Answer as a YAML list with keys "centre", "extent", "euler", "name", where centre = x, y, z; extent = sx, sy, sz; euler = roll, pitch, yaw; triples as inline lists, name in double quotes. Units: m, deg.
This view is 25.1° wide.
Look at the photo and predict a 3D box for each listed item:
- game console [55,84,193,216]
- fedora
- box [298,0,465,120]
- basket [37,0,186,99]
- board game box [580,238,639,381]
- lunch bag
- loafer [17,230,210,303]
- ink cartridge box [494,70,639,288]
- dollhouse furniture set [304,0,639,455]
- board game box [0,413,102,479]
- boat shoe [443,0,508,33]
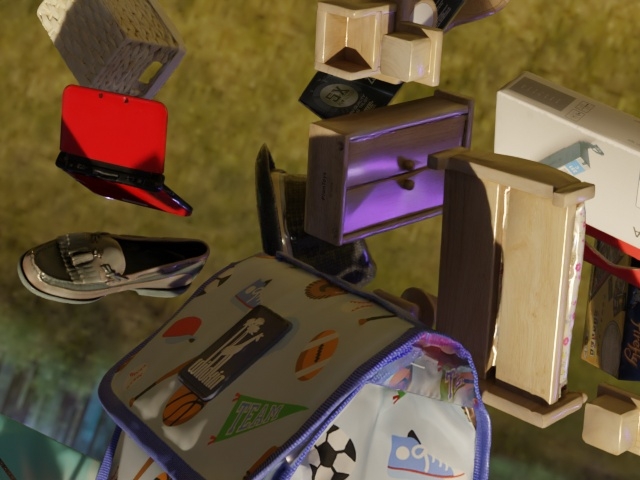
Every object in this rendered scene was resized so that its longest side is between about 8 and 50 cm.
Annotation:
- centre: [-0.208, -0.096, 1.558]
  extent: [0.144, 0.085, 0.124]
  euler: [14, 165, 30]
  name: "game console"
- centre: [0.000, 0.000, 2.091]
  extent: [0.153, 0.334, 0.334]
  euler: [-8, 175, 3]
  name: "fedora"
- centre: [0.070, -0.201, 1.437]
  extent: [0.077, 0.180, 0.147]
  euler: [36, -159, -1]
  name: "box"
- centre: [-0.265, -0.261, 1.792]
  extent: [0.103, 0.113, 0.167]
  euler: [4, -135, -50]
  name: "basket"
- centre: [0.404, 0.054, 1.918]
  extent: [0.042, 0.243, 0.165]
  euler: [5, -175, -7]
  name: "board game box"
- centre: [-0.044, 0.213, 1.124]
  extent: [0.239, 0.385, 0.328]
  euler: [19, -178, -28]
  name: "lunch bag"
- centre: [-0.260, 0.021, 1.843]
  extent: [0.267, 0.096, 0.084]
  euler: [1, 147, -46]
  name: "loafer"
- centre: [0.344, -0.038, 1.730]
  extent: [0.296, 0.066, 0.261]
  euler: [29, 141, 32]
  name: "ink cartridge box"
- centre: [0.172, -0.038, 1.195]
  extent: [0.174, 0.303, 0.355]
  euler: [-17, -152, -41]
  name: "dollhouse furniture set"
- centre: [-0.290, 0.300, 1.285]
  extent: [0.336, 0.253, 0.079]
  euler: [30, 154, -21]
  name: "board game box"
- centre: [0.146, -0.344, 2.118]
  extent: [0.285, 0.102, 0.092]
  euler: [-22, -170, -23]
  name: "boat shoe"
